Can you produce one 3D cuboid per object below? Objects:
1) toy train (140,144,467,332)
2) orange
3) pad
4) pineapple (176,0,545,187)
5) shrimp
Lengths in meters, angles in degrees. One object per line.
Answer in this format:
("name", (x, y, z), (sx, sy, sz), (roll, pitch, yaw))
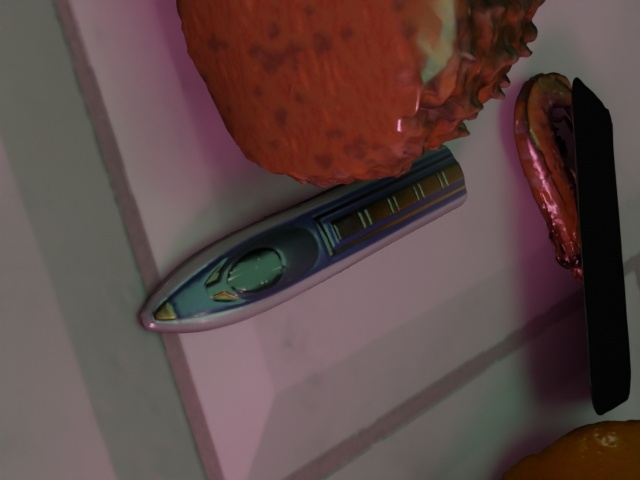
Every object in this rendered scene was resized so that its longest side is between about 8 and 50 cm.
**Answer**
("toy train", (-0.001, 0.000, 0.564), (0.252, 0.048, 0.055), (-28, 101, -39))
("orange", (0.250, 0.226, 0.682), (0.237, 0.158, 0.179), (14, 60, -38))
("pad", (0.239, 0.006, 0.757), (0.181, 0.004, 0.267), (7, 79, -61))
("pineapple", (0.072, -0.177, 0.561), (0.362, 0.202, 0.202), (-38, 110, -45))
("shrimp", (0.212, -0.059, 0.769), (0.124, 0.034, 0.178), (-34, 105, -45))
